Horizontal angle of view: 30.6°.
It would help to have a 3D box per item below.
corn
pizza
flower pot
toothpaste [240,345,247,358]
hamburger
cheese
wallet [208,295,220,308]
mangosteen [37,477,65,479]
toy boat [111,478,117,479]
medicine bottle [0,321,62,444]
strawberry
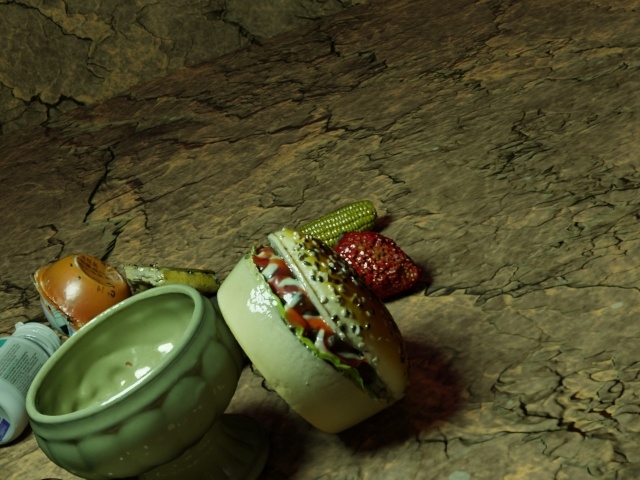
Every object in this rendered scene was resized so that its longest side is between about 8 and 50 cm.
[{"bbox_3d":[0.000,0.000,2.078,0.231,0.080,0.080,-26,24,-9],"label":"corn"},{"bbox_3d":[-0.293,0.079,2.148,0.226,0.069,0.147,1,-4,40],"label":"pizza"},{"bbox_3d":[-0.220,0.236,1.573,0.308,0.244,0.307,-25,23,11],"label":"flower pot"},{"bbox_3d":[-0.147,0.193,1.868,0.067,0.037,0.255,-4,34,38],"label":"toothpaste"},{"bbox_3d":[0.001,0.118,1.574,0.176,0.300,0.300,-40,24,3],"label":"hamburger"},{"bbox_3d":[-0.410,0.130,2.084,0.129,0.217,0.329,-57,33,17],"label":"cheese"},{"bbox_3d":[-0.212,0.159,1.934,0.229,0.049,0.182,-25,23,25],"label":"wallet"},{"bbox_3d":[-0.350,0.379,1.580,0.140,0.140,0.140,-20,24,9],"label":"mangosteen"},{"bbox_3d":[-0.293,0.298,1.762,0.104,0.052,0.210,-12,26,20],"label":"toy boat"},{"bbox_3d":[-0.529,0.237,2.006,0.135,0.135,0.215,-14,26,23],"label":"medicine bottle"},{"bbox_3d":[0.081,0.048,1.877,0.131,0.148,0.131,-59,-2,-3],"label":"strawberry"}]
